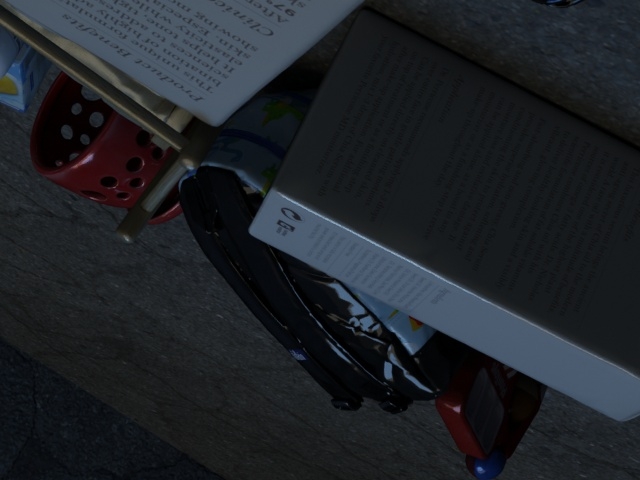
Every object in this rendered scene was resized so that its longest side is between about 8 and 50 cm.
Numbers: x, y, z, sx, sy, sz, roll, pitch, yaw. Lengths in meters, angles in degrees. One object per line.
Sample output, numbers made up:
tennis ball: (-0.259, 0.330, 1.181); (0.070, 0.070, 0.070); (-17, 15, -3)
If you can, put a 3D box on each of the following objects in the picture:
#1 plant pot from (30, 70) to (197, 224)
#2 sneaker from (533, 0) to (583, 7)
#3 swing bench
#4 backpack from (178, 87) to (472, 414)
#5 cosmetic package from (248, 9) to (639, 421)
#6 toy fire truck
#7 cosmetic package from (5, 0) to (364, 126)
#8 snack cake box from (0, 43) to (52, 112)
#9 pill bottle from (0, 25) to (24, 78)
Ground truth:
plant pot: (-0.223, -0.126, 2.133); (0.174, 0.191, 0.191); (29, 161, -34)
sneaker: (0.169, -0.246, 1.452); (0.217, 0.121, 0.079); (0, 147, 50)
swing bench: (-0.173, -0.187, 1.483); (0.253, 0.254, 0.165); (36, 146, -8)
backpack: (0.000, 0.000, 2.032); (0.355, 0.273, 0.290); (36, 163, -17)
cosmetic package: (0.182, -0.020, 1.843); (0.453, 0.230, 0.161); (28, 160, -3)
toy fire truck: (0.223, 0.154, 2.182); (0.169, 0.254, 0.302); (17, 158, 23)
cosmetic package: (-0.081, -0.336, 1.228); (0.329, 0.327, 0.394); (31, 159, -13)
snack cake box: (-0.465, -0.273, 2.189); (0.264, 0.089, 0.152); (25, 161, 2)
pill bottle: (-0.361, -0.259, 1.813); (0.160, 0.283, 0.160); (23, 160, 9)
